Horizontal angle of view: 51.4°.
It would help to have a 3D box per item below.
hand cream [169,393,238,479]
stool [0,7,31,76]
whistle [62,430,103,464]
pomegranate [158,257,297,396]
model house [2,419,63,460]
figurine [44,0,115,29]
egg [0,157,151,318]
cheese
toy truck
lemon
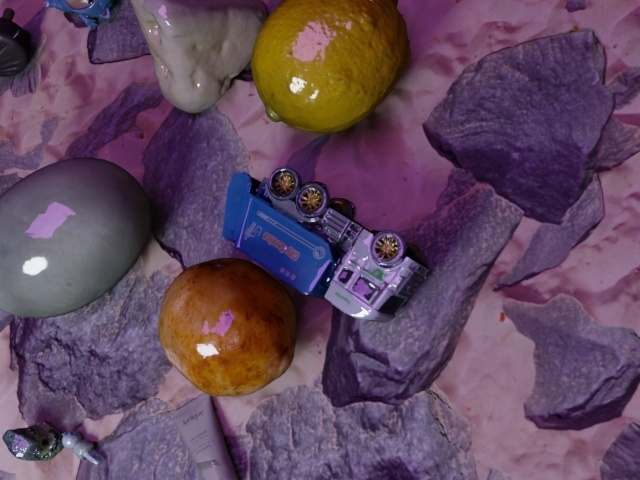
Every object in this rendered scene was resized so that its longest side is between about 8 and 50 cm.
[{"bbox_3d":[-0.198,0.366,1.167,0.087,0.054,0.186,-33,63,4],"label":"hand cream"},{"bbox_3d":[-0.737,-0.428,1.500,0.217,0.125,0.121,-34,50,27],"label":"stool"},{"bbox_3d":[-0.448,0.388,1.248,0.100,0.035,0.035,29,87,20],"label":"whistle"},{"bbox_3d":[-0.152,0.144,1.111,0.249,0.248,0.248,-4,76,17],"label":"pomegranate"},{"bbox_3d":[-0.541,0.379,1.254,0.079,0.083,0.066,32,87,23],"label":"model house"},{"bbox_3d":[-0.539,-0.543,1.451,0.178,0.144,0.114,9,76,32],"label":"figurine"},{"bbox_3d":[-0.478,-0.004,1.235,0.352,0.258,0.258,-32,70,9],"label":"egg"},{"bbox_3d":[-0.223,-0.393,1.311,0.248,0.251,0.174,-29,50,-28],"label":"cheese"},{"bbox_3d":[0.000,0.000,1.140,0.367,0.146,0.175,32,95,25],"label":"toy truck"},{"bbox_3d":[0.021,-0.326,1.158,0.320,0.245,0.245,-45,68,-2],"label":"lemon"}]
